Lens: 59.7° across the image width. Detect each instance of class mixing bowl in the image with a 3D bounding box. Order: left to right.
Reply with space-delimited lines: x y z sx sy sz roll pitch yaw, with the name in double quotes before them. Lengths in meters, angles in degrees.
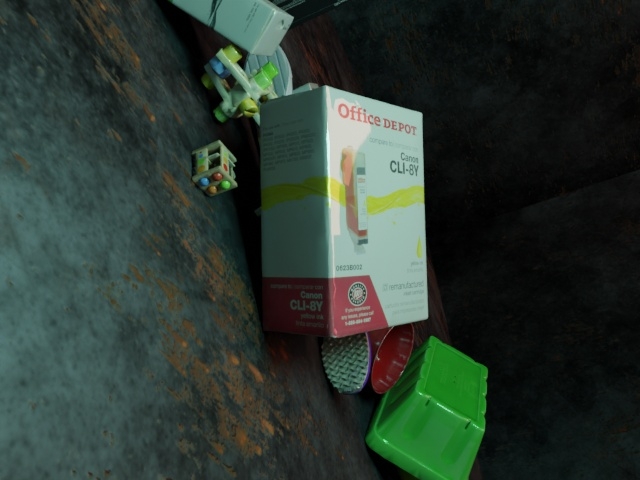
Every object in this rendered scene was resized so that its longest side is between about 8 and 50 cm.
"mixing bowl" 0.131 0.256 1.309 0.181 0.098 0.181 -28 126 -46

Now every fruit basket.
"fruit basket" 0.255 0.476 1.355 0.283 0.392 0.392 30 14 8

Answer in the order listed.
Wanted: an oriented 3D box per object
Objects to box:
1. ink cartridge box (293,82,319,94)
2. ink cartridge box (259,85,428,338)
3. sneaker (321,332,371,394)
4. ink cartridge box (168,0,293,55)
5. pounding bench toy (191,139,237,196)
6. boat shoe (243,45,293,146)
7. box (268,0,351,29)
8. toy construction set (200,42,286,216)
"ink cartridge box" -0.020 -0.359 1.621 0.127 0.072 0.175 -46 116 -72
"ink cartridge box" 0.047 -0.044 0.967 0.279 0.160 0.385 0 88 -47
"sneaker" 0.064 0.194 1.205 0.146 0.102 0.293 50 26 -54
"ink cartridge box" -0.166 -0.415 0.979 0.208 0.087 0.153 33 19 0
"pounding bench toy" -0.160 -0.102 0.885 0.083 0.052 0.065 49 26 -53
"boat shoe" -0.107 -0.288 1.234 0.094 0.109 0.302 71 13 -79
"box" -0.055 -0.729 1.589 0.184 0.261 0.103 46 29 -57
"toy construction set" -0.090 -0.197 1.047 0.215 0.151 0.328 -40 110 -73
